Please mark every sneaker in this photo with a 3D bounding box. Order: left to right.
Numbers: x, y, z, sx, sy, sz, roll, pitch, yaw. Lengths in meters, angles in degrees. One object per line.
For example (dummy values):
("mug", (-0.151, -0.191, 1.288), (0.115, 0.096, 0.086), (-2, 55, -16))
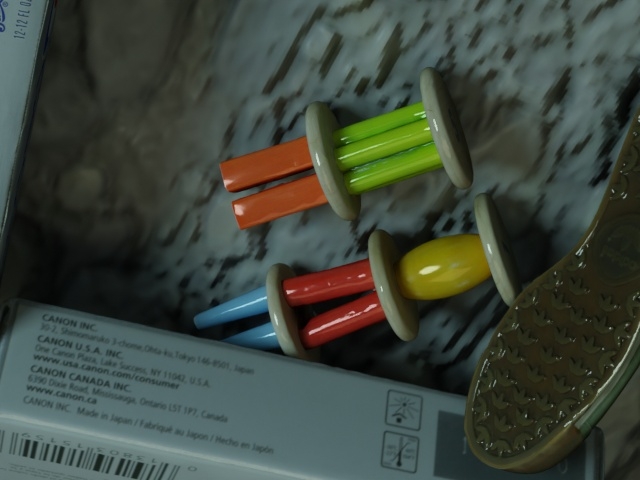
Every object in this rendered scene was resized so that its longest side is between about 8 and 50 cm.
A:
("sneaker", (0.143, 0.021, 0.598), (0.086, 0.064, 0.192), (20, 104, -41))

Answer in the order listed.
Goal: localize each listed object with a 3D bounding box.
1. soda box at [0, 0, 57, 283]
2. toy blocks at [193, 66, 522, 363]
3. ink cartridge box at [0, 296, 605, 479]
("soda box", (-0.158, -0.063, 0.548), (0.098, 0.091, 0.286), (12, 125, -10))
("toy blocks", (0.000, 0.000, 0.616), (0.148, 0.054, 0.123), (-18, 125, 14))
("ink cartridge box", (-0.033, 0.127, 0.702), (0.275, 0.060, 0.239), (13, 153, -9))
